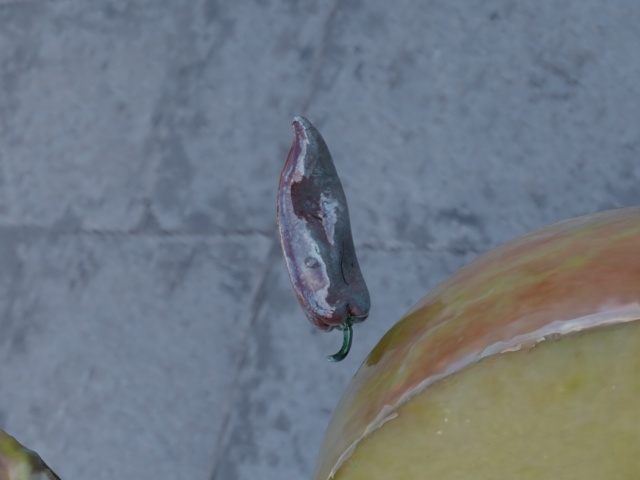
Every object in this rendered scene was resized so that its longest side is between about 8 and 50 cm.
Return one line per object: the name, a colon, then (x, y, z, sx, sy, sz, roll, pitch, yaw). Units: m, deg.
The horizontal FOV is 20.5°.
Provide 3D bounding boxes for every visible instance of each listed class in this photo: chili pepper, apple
chili pepper: (-0.001, 0.000, 1.075, 0.041, 0.050, 0.153, -21, 74, 20)
apple: (0.151, 0.107, 0.977, 0.309, 0.314, 0.252, 0, 82, 5)

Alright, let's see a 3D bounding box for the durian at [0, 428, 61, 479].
durian: (-0.186, 0.074, 0.420, 0.341, 0.191, 0.112, 11, 110, 20)
